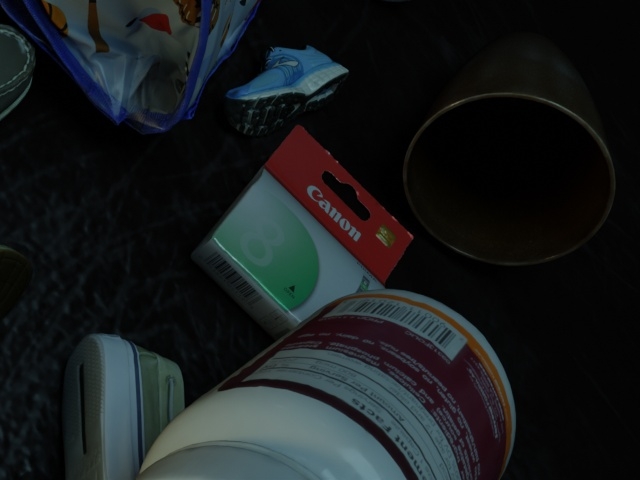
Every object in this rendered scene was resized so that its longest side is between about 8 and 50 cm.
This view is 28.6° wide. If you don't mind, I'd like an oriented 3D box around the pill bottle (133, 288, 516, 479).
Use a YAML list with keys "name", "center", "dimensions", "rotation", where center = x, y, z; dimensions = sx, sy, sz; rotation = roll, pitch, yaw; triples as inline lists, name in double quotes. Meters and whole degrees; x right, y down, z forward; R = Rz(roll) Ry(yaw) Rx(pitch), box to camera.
- name: "pill bottle"
  center: [0.000, 0.190, 0.946]
  dimensions: [0.224, 0.224, 0.392]
  rotation: [57, 25, 1]

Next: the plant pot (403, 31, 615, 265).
- name: "plant pot"
  center: [0.214, -0.126, 1.372]
  dimensions: [0.215, 0.215, 0.230]
  rotation: [38, 37, -15]

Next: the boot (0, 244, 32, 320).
- name: "boot"
  center: [-0.331, -0.001, 0.967]
  dimensions: [0.165, 0.077, 0.213]
  rotation: [31, 4, 17]

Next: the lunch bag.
- name: "lunch bag"
  center: [-0.146, -0.334, 1.125]
  dimensions: [0.328, 0.239, 0.385]
  rotation: [-66, 151, -45]

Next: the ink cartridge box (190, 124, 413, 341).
- name: "ink cartridge box"
  center: [0.000, 0.000, 1.237]
  dimensions: [0.181, 0.056, 0.224]
  rotation: [45, 52, -11]

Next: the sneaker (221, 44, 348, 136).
- name: "sneaker"
  center: [-0.047, -0.159, 1.286]
  dimensions: [0.073, 0.063, 0.162]
  rotation: [47, 43, 15]

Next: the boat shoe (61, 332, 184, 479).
- name: "boat shoe"
  center: [-0.146, 0.215, 0.992]
  dimensions: [0.094, 0.109, 0.302]
  rotation: [14, 58, -33]

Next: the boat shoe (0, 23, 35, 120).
- name: "boat shoe"
  center: [-0.354, -0.127, 1.013]
  dimensions: [0.305, 0.091, 0.109]
  rotation: [-21, 82, -40]
